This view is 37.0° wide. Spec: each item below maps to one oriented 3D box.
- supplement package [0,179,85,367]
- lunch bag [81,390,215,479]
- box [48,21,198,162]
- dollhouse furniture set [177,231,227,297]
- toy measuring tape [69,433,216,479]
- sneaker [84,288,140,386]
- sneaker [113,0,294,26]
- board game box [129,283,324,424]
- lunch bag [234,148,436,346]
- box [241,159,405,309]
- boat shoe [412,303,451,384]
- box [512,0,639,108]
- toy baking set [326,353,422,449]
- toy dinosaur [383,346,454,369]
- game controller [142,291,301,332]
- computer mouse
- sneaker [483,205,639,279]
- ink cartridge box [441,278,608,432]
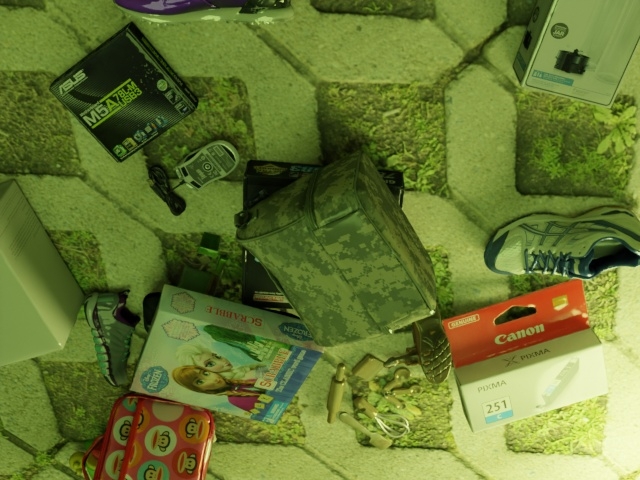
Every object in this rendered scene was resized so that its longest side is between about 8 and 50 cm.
[{"bbox_3d":[-0.606,0.069,1.810,0.175,0.177,0.292,-17,119,12],"label":"supplement package"},{"bbox_3d":[-0.366,0.471,1.996,0.258,0.293,0.120,11,160,-2],"label":"lunch bag"},{"bbox_3d":[-0.344,-0.256,1.680,0.191,0.045,0.184,-31,118,18],"label":"box"},{"bbox_3d":[-0.229,0.063,1.863,0.076,0.058,0.151,17,120,-8],"label":"dollhouse furniture set"},{"bbox_3d":[-0.395,0.474,2.089,0.330,0.121,0.121,-9,121,7],"label":"toy measuring tape"},{"bbox_3d":[-0.406,0.202,1.944,0.098,0.083,0.223,-9,120,2],"label":"sneaker"},{"bbox_3d":[-0.189,-0.430,1.545,0.294,0.102,0.146,-1,117,-3],"label":"sneaker"},{"bbox_3d":[-0.189,0.234,1.877,0.318,0.065,0.318,15,140,-11],"label":"board game box"},{"bbox_3d":[0.026,0.026,1.660,0.256,0.212,0.305,-27,116,17],"label":"lunch bag"},{"bbox_3d":[0.000,0.000,1.812,0.296,0.073,0.293,4,121,0],"label":"box"},{"bbox_3d":[0.215,0.194,1.890,0.064,0.060,0.177,-12,89,-9],"label":"boat shoe"},{"bbox_3d":[0.443,-0.377,1.555,0.169,0.087,0.289,14,121,-7],"label":"box"},{"bbox_3d":[0.109,0.354,2.047,0.197,0.030,0.256,11,121,-5],"label":"toy baking set"},{"bbox_3d":[0.237,0.244,1.971,0.212,0.064,0.112,9,148,-2],"label":"toy dinosaur"},{"bbox_3d":[-0.195,0.167,1.903,0.319,0.067,0.166,9,141,-4],"label":"game controller"},{"bbox_3d":[-0.225,-0.127,1.759,0.193,0.042,0.106,-28,112,24],"label":"computer mouse"},{"bbox_3d":[0.451,0.017,1.772,0.297,0.131,0.111,-14,122,12],"label":"sneaker"},{"bbox_3d":[0.413,0.235,1.918,0.296,0.066,0.261,-18,121,1],"label":"ink cartridge box"}]
